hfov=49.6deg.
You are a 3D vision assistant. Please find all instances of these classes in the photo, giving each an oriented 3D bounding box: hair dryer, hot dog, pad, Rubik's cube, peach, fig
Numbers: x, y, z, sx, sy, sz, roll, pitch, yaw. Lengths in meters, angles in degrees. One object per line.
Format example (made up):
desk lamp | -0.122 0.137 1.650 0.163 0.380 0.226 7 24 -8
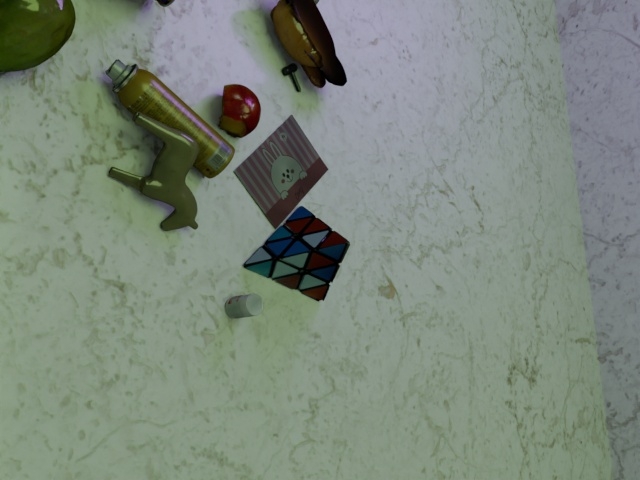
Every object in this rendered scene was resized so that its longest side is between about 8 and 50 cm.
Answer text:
hair dryer | -0.080 -0.472 2.025 0.047 0.026 0.083 -38 114 -40
hot dog | -0.057 -0.579 2.006 0.194 0.107 0.326 -31 101 -57
pad | -0.102 -0.198 1.944 0.202 0.005 0.300 55 49 -19
Rubik's cube | 0.000 0.000 1.836 0.284 0.234 0.250 32 59 -33
peach | -0.210 -0.343 1.799 0.151 0.118 0.151 24 61 -54
fig | -0.637 -0.436 1.400 0.233 0.233 0.314 30 104 -35

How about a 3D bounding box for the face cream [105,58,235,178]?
face cream | -0.363 -0.295 1.653 0.348 0.105 0.105 41 55 -28

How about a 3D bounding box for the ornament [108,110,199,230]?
ornament | -0.361 -0.146 1.610 0.244 0.061 0.230 25 94 -28

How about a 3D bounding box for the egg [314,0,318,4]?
egg | -0.052 -0.740 2.072 0.110 0.085 0.085 5 76 -31

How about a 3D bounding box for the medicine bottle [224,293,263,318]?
medicine bottle | -0.189 0.163 1.715 0.057 0.089 0.057 11 74 -42

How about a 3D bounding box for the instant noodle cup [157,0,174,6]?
instant noodle cup | -0.429 -0.693 1.605 0.192 0.250 0.251 5 76 -35
